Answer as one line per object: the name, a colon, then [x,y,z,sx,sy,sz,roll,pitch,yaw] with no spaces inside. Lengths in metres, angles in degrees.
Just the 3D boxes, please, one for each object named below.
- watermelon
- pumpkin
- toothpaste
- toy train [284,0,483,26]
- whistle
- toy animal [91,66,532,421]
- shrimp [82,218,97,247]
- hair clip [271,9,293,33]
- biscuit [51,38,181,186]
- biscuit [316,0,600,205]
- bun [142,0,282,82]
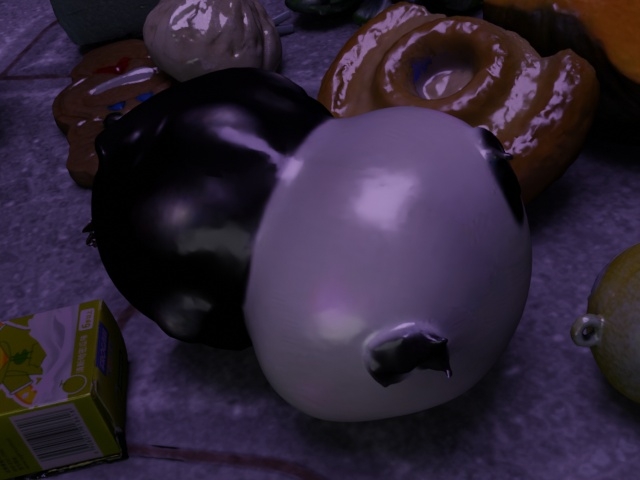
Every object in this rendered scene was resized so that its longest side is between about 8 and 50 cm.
watermelon: [-0.244,-0.418,1.221,0.258,0.228,0.387,12,36,15]
pumpkin: [0.323,-0.251,0.815,0.225,0.256,0.303,37,101,36]
toothpaste: [-0.313,0.140,0.667,0.327,0.077,0.110,-13,40,0]
toy train: [0.097,-0.390,1.125,0.249,0.173,0.307,-31,41,-34]
whistle: [0.276,0.051,0.595,0.223,0.123,0.123,-5,38,-12]
toy animal: [0.000,0.000,0.630,0.310,0.251,0.251,12,45,36]
shrimp: [-0.142,-0.088,0.917,0.296,0.058,0.169,-30,35,-25]
hair clip: [-0.094,-0.289,1.154,0.115,0.030,0.039,-11,38,2]
biscuit: [-0.244,-0.168,1.044,0.183,0.047,0.320,-6,41,12]
biscuit: [0.104,-0.113,0.788,0.274,0.091,0.213,24,77,34]
bun: [-0.125,-0.265,1.045,0.183,0.102,0.183,12,42,-11]
